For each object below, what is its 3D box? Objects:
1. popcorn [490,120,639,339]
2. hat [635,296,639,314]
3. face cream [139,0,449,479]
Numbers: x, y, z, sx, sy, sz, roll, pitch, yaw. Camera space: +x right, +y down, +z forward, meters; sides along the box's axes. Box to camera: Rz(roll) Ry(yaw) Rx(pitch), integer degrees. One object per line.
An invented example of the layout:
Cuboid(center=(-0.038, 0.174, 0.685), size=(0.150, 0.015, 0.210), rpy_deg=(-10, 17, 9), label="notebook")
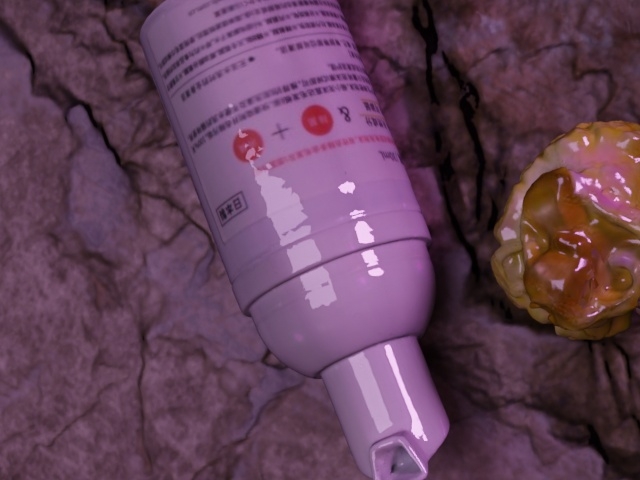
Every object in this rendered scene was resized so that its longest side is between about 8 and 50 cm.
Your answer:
Cuboid(center=(0.179, -0.007, 1.273), size=(0.145, 0.126, 0.126), rpy_deg=(-43, 94, 0), label="popcorn")
Cuboid(center=(0.280, 0.029, 1.166), size=(0.175, 0.147, 0.085), rpy_deg=(112, 140, -57), label="hat")
Cuboid(center=(0.000, 0.000, 1.361), size=(0.145, 0.145, 0.370), rpy_deg=(-26, 77, 27), label="face cream")
